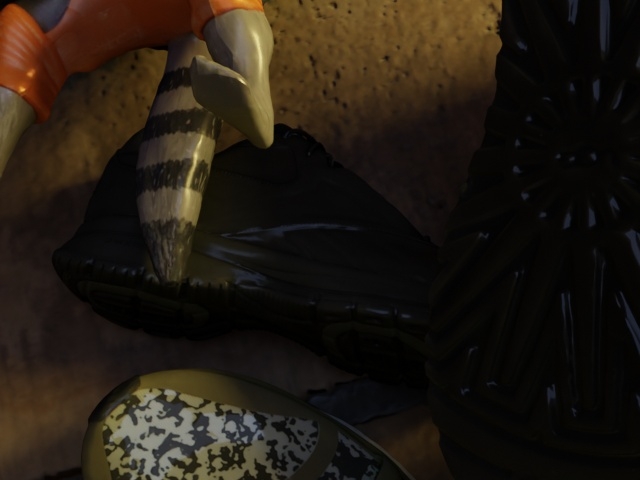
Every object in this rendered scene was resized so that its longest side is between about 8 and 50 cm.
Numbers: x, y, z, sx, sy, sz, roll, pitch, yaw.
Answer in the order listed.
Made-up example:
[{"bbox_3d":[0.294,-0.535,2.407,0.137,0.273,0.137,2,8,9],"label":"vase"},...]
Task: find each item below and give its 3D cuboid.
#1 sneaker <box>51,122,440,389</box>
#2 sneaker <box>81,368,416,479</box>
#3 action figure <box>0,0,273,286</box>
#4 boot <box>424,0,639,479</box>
[{"bbox_3d":[0.000,0.000,0.619,0.286,0.109,0.130,13,64,4],"label":"sneaker"},{"bbox_3d":[0.040,0.199,0.500,0.410,0.182,0.158,42,76,15],"label":"sneaker"},{"bbox_3d":[-0.115,-0.138,0.631,0.341,0.178,0.330,-20,36,34],"label":"action figure"},{"bbox_3d":[0.191,-0.021,0.564,0.131,0.260,0.348,10,88,38],"label":"boot"}]
